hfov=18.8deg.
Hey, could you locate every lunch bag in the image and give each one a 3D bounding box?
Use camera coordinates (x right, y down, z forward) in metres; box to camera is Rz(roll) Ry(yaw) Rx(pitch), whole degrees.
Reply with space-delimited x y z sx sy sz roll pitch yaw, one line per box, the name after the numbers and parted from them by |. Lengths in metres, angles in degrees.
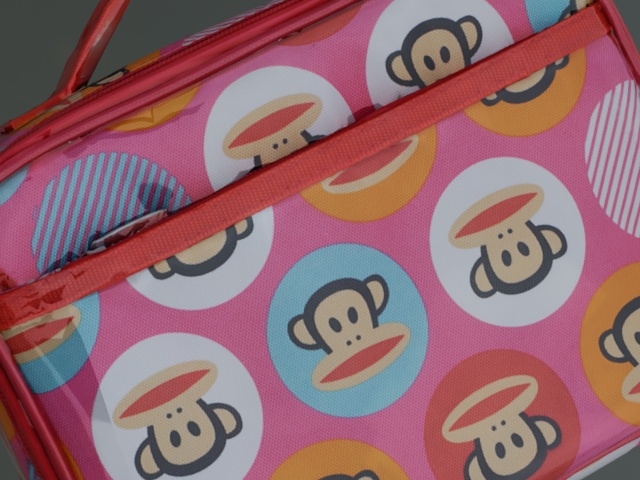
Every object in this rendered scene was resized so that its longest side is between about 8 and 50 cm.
0.000 0.000 0.765 0.293 0.120 0.258 -28 98 -15 | lunch bag
